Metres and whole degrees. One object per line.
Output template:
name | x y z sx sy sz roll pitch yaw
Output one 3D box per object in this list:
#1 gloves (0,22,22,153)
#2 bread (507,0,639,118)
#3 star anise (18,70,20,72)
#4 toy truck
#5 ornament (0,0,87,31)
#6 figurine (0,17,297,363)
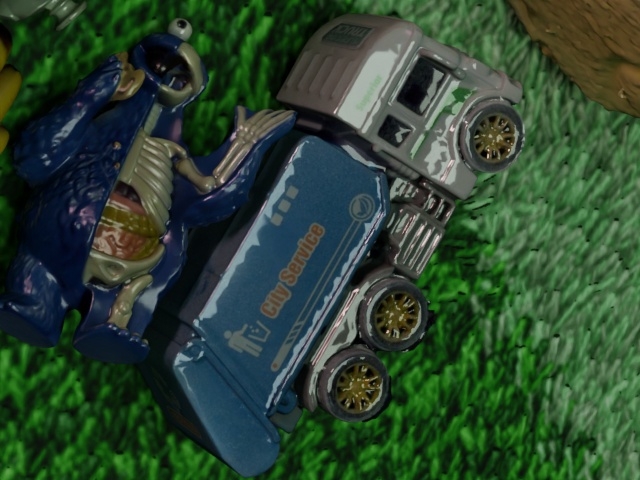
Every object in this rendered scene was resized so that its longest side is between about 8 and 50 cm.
gloves | -0.311 -0.037 1.178 0.294 0.116 0.133 -41 165 -10
bread | 0.322 -0.303 1.439 0.371 0.279 0.390 -50 123 -10
star anise | -0.282 -0.102 1.237 0.157 0.053 0.212 36 81 -34
toy truck | 0.000 0.000 1.390 0.175 0.146 0.367 33 84 -30
ornament | -0.206 -0.186 1.269 0.092 0.041 0.068 18 84 -18
figurine | -0.143 -0.035 1.315 0.164 0.121 0.262 32 74 1
